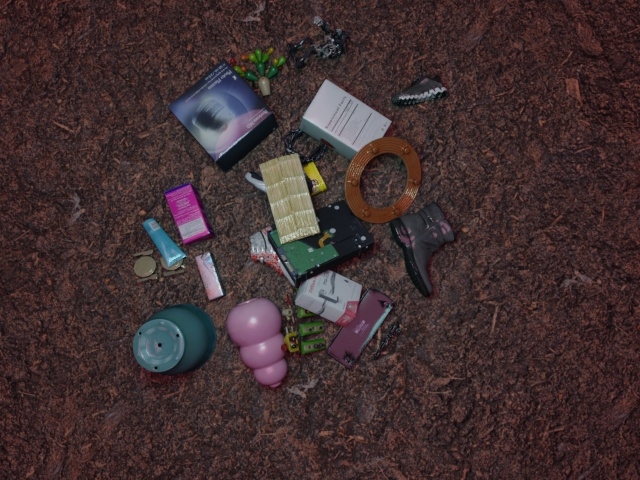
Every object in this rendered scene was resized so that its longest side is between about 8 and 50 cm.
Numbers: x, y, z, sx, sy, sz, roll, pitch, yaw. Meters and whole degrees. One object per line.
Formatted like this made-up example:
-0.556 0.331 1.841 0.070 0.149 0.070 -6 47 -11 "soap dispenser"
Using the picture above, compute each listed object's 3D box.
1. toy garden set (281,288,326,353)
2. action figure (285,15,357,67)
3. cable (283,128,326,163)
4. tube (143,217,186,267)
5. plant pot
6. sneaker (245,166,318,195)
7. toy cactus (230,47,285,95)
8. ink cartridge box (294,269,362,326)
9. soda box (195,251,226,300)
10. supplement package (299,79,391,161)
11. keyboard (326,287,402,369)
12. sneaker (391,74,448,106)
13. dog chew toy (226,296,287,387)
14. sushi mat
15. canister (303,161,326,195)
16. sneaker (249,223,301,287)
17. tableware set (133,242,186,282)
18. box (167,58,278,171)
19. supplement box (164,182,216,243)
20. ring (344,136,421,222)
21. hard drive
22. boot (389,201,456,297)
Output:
-0.061 0.300 1.761 0.204 0.049 0.244 0 81 -43 "toy garden set"
0.009 -0.799 1.898 0.276 0.141 0.164 -22 82 3 "action figure"
-0.053 -0.386 1.900 0.185 0.047 0.150 -12 82 -1 "cable"
-0.624 0.004 1.865 0.080 0.052 0.207 -37 78 -11 "tube"
-0.549 0.370 1.732 0.272 0.255 0.271 0 83 2 "plant pot"
-0.143 -0.230 1.795 0.269 0.101 0.153 27 86 2 "sneaker"
-0.246 -0.684 1.920 0.219 0.112 0.180 -16 107 -18 "toy cactus"
0.032 0.201 1.755 0.218 0.092 0.158 25 47 -8 "ink cartridge box"
-0.431 0.141 1.851 0.063 0.058 0.183 -20 84 0 "soda box"
0.089 -0.444 1.813 0.293 0.177 0.175 31 86 -6 "supplement package"
0.185 0.357 1.821 0.202 0.033 0.317 35 87 6 "keyboard"
0.390 -0.608 1.897 0.234 0.078 0.106 -13 81 -3 "sneaker"
-0.220 0.384 1.754 0.207 0.206 0.331 -18 91 0 "dog chew toy"
-0.113 -0.156 1.724 0.152 0.019 0.316 -16 83 0 "sushi mat"
-0.077 -0.218 1.871 0.170 0.073 0.126 -28 83 0 "canister"
-0.183 0.079 1.835 0.145 0.090 0.270 -23 80 0 "sneaker"
-0.640 0.094 1.873 0.194 0.039 0.128 -14 68 -5 "tableware set"
-0.376 -0.488 1.857 0.296 0.183 0.294 -42 85 -2 "box"
-0.512 -0.100 1.853 0.114 0.111 0.220 -21 84 -1 "supplement box"
0.245 -0.222 1.782 0.337 0.032 0.336 -9 113 -23 "ring"
0.000 0.000 1.765 0.339 0.064 0.237 -24 58 -19 "hard drive"
0.427 0.031 1.810 0.223 0.118 0.338 -20 88 -5 "boot"
